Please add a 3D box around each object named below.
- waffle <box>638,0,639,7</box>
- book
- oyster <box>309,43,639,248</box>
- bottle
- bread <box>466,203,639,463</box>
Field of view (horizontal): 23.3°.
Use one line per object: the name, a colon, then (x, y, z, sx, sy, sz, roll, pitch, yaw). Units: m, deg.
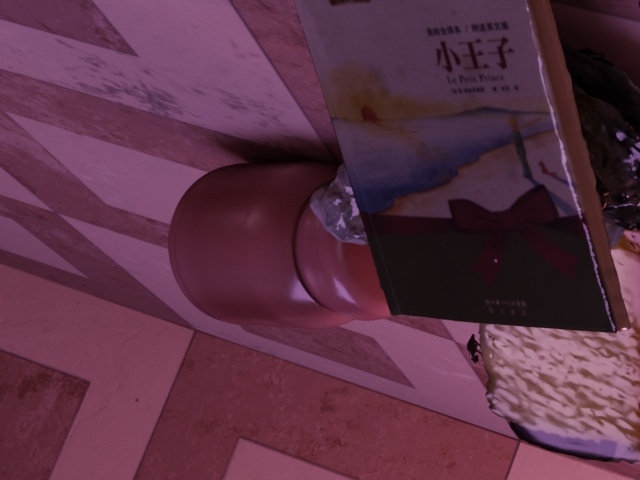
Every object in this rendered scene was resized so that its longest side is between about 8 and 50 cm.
waffle: (0.121, -0.193, 0.782, 0.208, 0.054, 0.214, 25, 162, 1)
book: (0.086, -0.069, 1.017, 0.201, 0.026, 0.289, 3, 120, 45)
oyster: (0.123, -0.040, 1.101, 0.198, 0.112, 0.267, 38, 141, -6)
bottle: (0.000, 0.000, 1.567, 0.206, 0.173, 0.297, -7, -177, -33)
bread: (0.262, 0.049, 1.199, 0.345, 0.242, 0.405, 13, 168, 26)
